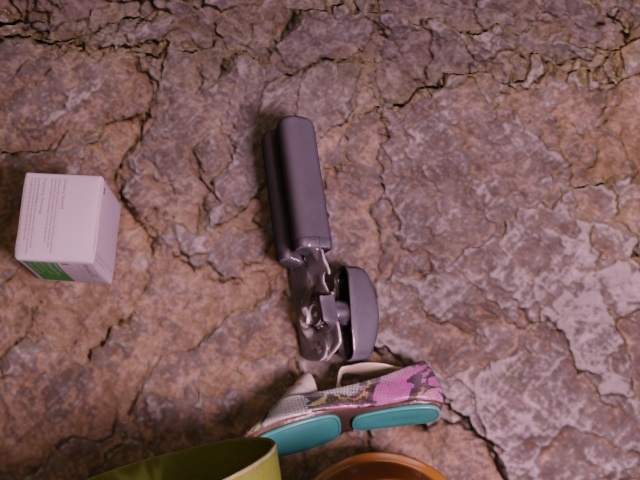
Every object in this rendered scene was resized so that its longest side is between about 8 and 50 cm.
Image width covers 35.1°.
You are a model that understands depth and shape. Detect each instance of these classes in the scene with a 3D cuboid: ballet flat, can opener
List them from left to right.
[{"bbox_3d":[0.000,0.000,1.140,0.095,0.076,0.283,3,69,-32],"label":"can opener"},{"bbox_3d":[0.020,0.173,1.078,0.221,0.077,0.079,-11,54,-8],"label":"ballet flat"}]

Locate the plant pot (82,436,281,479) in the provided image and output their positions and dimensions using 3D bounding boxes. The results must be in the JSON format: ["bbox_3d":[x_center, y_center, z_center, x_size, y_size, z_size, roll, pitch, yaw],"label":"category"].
[{"bbox_3d":[-0.134,0.366,0.935,0.275,0.275,0.293,-16,90,-4],"label":"plant pot"}]

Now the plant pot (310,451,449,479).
[{"bbox_3d":[0.060,0.300,0.970,0.205,0.188,0.205,0,72,1],"label":"plant pot"}]

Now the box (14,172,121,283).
[{"bbox_3d":[-0.276,-0.012,1.118,0.087,0.101,0.102,2,74,1],"label":"box"}]
